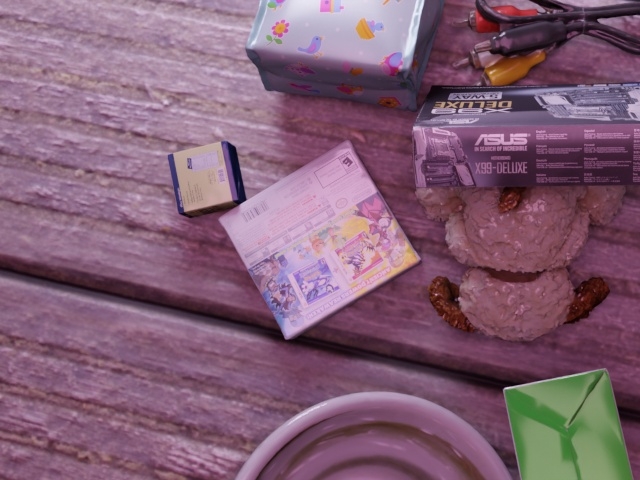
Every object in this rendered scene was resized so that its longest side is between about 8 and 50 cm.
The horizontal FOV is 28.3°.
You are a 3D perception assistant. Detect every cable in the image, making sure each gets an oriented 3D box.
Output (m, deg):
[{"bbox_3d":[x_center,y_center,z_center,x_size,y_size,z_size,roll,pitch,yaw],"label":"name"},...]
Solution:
[{"bbox_3d":[0.309,-0.278,1.638,0.287,0.072,0.139,-10,83,-2],"label":"cable"}]

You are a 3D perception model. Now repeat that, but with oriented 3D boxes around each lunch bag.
[{"bbox_3d":[0.045,-0.319,1.630,0.223,0.160,0.262,11,75,14],"label":"lunch bag"}]

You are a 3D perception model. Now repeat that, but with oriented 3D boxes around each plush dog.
[{"bbox_3d":[0.245,0.018,1.559,0.262,0.210,0.225,-1,108,10],"label":"plush dog"}]

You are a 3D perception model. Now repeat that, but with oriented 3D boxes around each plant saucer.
[{"bbox_3d":[0.055,0.382,1.526,0.400,0.100,0.400,2,84,-18],"label":"plant saucer"}]

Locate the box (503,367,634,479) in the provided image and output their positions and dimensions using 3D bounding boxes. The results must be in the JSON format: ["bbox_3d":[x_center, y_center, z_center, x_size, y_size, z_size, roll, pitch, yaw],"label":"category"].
[{"bbox_3d":[0.297,0.301,1.465,0.126,0.231,0.262,-12,72,9],"label":"box"}]

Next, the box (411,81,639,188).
[{"bbox_3d":[0.271,-0.128,1.505,0.307,0.242,0.076,0,107,11],"label":"box"}]

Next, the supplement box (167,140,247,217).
[{"bbox_3d":[-0.150,-0.081,1.689,0.083,0.056,0.083,-13,83,9],"label":"supplement box"}]

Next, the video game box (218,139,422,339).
[{"bbox_3d":[0.000,0.000,1.660,0.205,0.048,0.187,-30,78,6],"label":"video game box"}]
